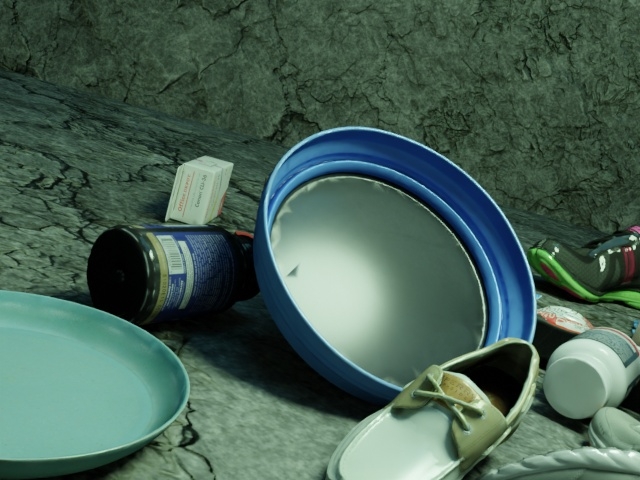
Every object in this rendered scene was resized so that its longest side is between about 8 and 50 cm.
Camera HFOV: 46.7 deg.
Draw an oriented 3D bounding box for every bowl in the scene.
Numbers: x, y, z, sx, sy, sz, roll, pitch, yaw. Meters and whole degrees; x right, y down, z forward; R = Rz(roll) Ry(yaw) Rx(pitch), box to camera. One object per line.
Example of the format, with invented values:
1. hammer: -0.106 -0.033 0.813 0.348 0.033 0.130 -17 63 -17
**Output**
1. bowl: 0.095 0.030 0.950 0.391 0.077 0.391 15 53 -21

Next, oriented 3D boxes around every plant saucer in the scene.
1. plant saucer: -0.278 0.123 0.664 0.318 0.043 0.317 15 12 -3

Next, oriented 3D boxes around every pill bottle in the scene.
1. pill bottle: 0.373 0.184 1.024 0.108 0.108 0.180 23 15 30
2. pill bottle: -0.174 0.040 0.951 0.123 0.122 0.219 25 16 34

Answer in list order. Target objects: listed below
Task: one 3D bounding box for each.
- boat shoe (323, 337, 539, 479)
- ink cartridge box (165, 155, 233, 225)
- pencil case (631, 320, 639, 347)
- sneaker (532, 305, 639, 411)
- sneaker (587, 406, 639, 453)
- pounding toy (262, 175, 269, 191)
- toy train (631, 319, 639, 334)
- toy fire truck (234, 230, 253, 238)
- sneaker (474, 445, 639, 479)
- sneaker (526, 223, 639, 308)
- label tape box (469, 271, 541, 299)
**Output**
1. boat shoe: 0.113 0.170 0.703 0.113 0.103 0.302 35 32 26
2. ink cartridge box: -0.237 -0.096 1.461 0.067 0.115 0.198 17 14 4
3. pencil case: 0.661 0.212 1.120 0.184 0.159 0.410 -6 20 -20
4. sneaker: 0.443 0.177 1.174 0.270 0.090 0.145 22 15 31
5. sneaker: 0.408 0.238 0.811 0.099 0.121 0.262 10 14 -25
6. pounding toy: -0.018 -0.057 1.450 0.206 0.094 0.181 14 -5 4
7. toy train: 0.705 0.176 1.521 0.105 0.080 0.184 27 16 20
8. toy fire truck: -0.157 0.026 1.194 0.135 0.047 0.192 12 14 -22
9. sneaker: 0.278 0.249 0.662 0.281 0.115 0.105 0 -21 9
10. sneaker: 0.694 0.044 1.771 0.483 0.202 0.185 9 14 -26
11. label tape box: 0.160 0.039 1.183 0.348 0.115 0.249 -14 33 -35
